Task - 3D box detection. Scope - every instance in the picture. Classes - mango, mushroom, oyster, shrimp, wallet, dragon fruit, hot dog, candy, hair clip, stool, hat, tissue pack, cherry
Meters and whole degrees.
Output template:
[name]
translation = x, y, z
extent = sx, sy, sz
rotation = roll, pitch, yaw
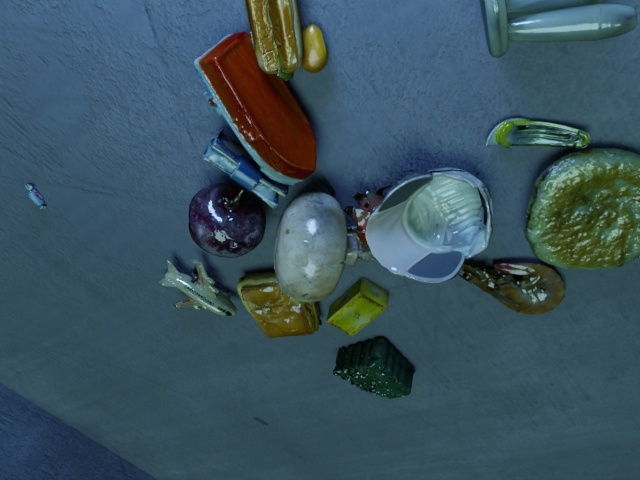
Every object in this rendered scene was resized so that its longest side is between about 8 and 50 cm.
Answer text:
[mango]
translation = -0.015, -0.366, 0.962
extent = 0.059, 0.046, 0.089
rotation = 13, 123, 14
[mushroom]
translation = 0.000, 0.000, 1.137
extent = 0.195, 0.254, 0.189
rotation = 6, 152, -10
[oyster]
translation = 0.096, -0.001, 1.254
extent = 0.148, 0.051, 0.103
rotation = 8, 115, 8
[shrimp]
translation = 0.469, 0.095, 1.229
extent = 0.287, 0.063, 0.152
rotation = 25, 131, -12
[wallet]
translation = -0.165, -0.160, 1.126
extent = 0.202, 0.141, 0.059
rotation = 37, 104, -17
[dragon fruit]
translation = 0.133, -0.047, 1.152
extent = 0.121, 0.142, 0.130
rotation = -17, 167, 34
[hot dog]
translation = -0.084, -0.415, 0.911
extent = 0.104, 0.076, 0.250
rotation = 2, 123, 22
[candy]
translation = -0.799, -0.122, 1.417
extent = 0.030, 0.020, 0.083
rotation = -2, 131, 19
[hair clip]
translation = 0.426, -0.208, 0.987
extent = 0.188, 0.033, 0.060
rotation = 7, 131, 13
[stool]
translation = 0.334, -0.393, 0.738
extent = 0.198, 0.195, 0.195
rotation = -10, 128, 21
[hat]
translation = 0.227, -0.039, 1.067
extent = 0.275, 0.161, 0.232
rotation = -27, 98, -10
[tissue pack]
translation = 0.103, 0.189, 1.418
extent = 0.095, 0.062, 0.176
rotation = 32, 133, -13
[cherry]
translation = -0.226, -0.042, 1.227
extent = 0.195, 0.195, 0.195
rotation = 8, 133, 9

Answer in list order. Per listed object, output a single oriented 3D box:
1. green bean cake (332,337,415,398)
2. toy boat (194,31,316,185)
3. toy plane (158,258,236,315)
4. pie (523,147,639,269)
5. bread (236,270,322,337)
[green bean cake]
translation = 0.169, 0.414, 1.574
extent = 0.193, 0.107, 0.208
rotation = -28, 121, 33
[toy boat]
translation = -0.128, -0.248, 1.042
extent = 0.133, 0.145, 0.332
rotation = -1, 133, 48
[toy plane]
translation = -0.355, 0.149, 1.490
extent = 0.244, 0.092, 0.229
rotation = 26, 131, -10
[pie]
translation = 0.584, -0.057, 1.059
extent = 0.322, 0.071, 0.323
rotation = 5, 132, 6
[bread]
translation = -0.114, 0.190, 1.453
extent = 0.210, 0.099, 0.235
rotation = -8, 128, 21
